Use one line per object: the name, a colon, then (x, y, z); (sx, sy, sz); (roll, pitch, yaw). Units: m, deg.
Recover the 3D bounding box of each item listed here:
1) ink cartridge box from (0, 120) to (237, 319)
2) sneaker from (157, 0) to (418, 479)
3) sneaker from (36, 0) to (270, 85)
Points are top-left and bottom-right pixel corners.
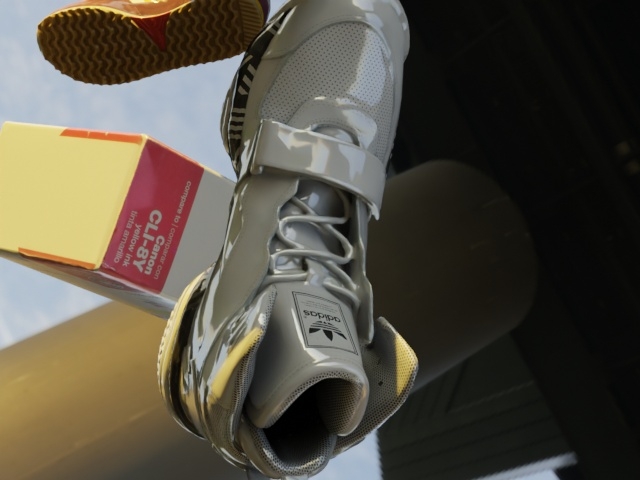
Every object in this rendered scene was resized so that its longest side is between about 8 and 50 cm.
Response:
ink cartridge box: (-0.184, 0.006, 1.395); (0.279, 0.384, 0.161); (8, -103, 42)
sneaker: (0.000, 0.000, 0.787); (0.210, 0.137, 0.366); (38, -69, 65)
sneaker: (-0.130, -0.171, 0.914); (0.185, 0.084, 0.070); (-3, -63, 9)
